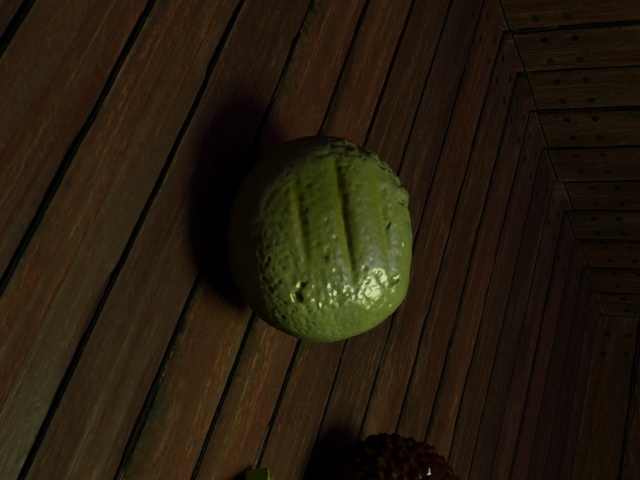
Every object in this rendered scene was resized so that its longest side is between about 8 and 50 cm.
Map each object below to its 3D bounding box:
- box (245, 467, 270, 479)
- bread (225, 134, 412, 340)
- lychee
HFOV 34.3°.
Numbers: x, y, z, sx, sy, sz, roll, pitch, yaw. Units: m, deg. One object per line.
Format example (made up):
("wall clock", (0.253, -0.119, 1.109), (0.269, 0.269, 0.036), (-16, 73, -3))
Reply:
("box", (-0.089, 0.557, 1.660), (0.187, 0.047, 0.335), (-99, -176, -79))
("bread", (0.001, -0.002, 1.624), (0.237, 0.320, 0.321), (110, -14, -80))
("lychee", (0.133, 0.511, 1.901), (0.306, 0.330, 0.306), (-10, 109, -31))
